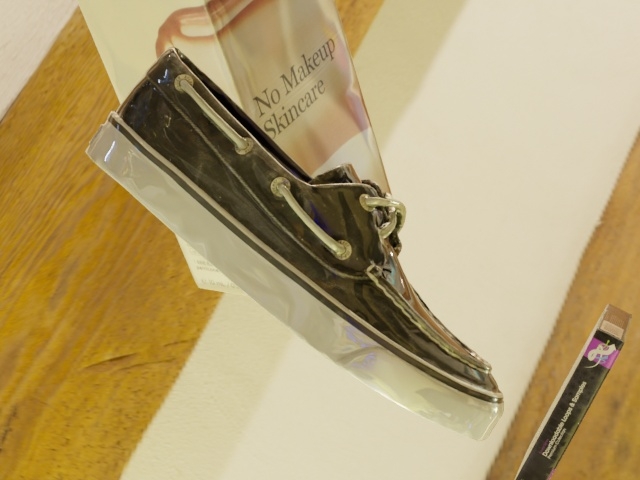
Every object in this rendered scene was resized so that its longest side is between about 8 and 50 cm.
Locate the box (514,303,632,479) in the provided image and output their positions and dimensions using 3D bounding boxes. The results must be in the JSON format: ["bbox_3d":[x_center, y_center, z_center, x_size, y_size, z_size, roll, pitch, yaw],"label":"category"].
[{"bbox_3d":[0.223,0.140,0.976,0.029,0.116,0.162,27,-75,14],"label":"box"}]

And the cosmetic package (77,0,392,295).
[{"bbox_3d":[-0.059,-0.114,0.865,0.153,0.129,0.296,-49,-49,-39],"label":"cosmetic package"}]

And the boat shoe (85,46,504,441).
[{"bbox_3d":[0.000,0.000,0.481,0.219,0.078,0.070,38,-85,3],"label":"boat shoe"}]
